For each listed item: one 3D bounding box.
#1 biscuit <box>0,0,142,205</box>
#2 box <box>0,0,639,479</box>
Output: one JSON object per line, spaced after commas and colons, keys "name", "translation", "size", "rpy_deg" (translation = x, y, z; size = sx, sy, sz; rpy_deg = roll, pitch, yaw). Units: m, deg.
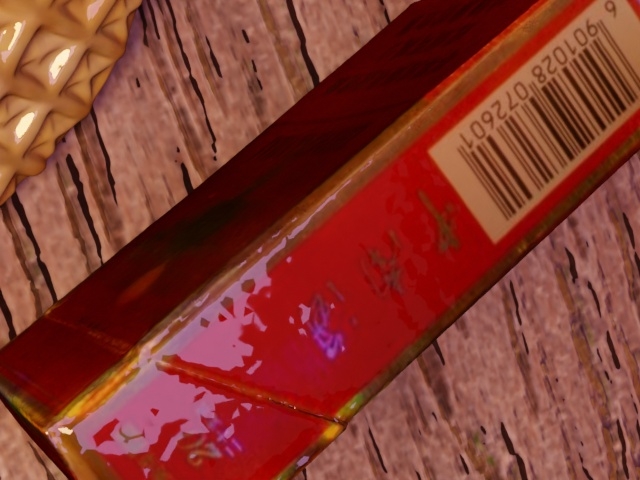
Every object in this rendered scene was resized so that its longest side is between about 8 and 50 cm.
{"name": "biscuit", "translation": [-0.196, -0.068, 0.548], "size": [0.309, 0.040, 0.204], "rpy_deg": [-18, 133, -41]}
{"name": "box", "translation": [0.000, 0.000, 0.613], "size": [0.313, 0.197, 0.089], "rpy_deg": [-41, 106, -16]}
